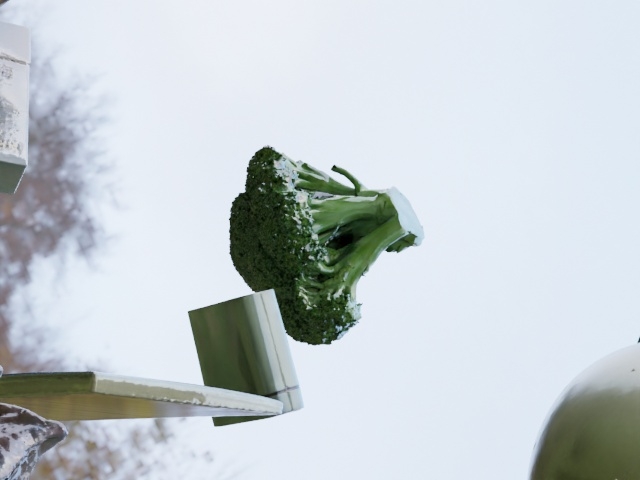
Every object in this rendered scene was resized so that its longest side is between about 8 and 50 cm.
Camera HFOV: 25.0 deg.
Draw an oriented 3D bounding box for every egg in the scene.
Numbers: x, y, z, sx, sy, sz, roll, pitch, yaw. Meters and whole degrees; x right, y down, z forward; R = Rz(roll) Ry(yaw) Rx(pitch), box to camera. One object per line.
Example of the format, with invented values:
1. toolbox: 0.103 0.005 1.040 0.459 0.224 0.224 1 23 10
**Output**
1. egg: 0.252 0.177 0.996 0.269 0.219 0.219 -49 118 -76

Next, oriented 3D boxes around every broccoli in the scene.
1. broccoli: 0.000 0.000 1.791 0.242 0.269 0.261 -23 -106 20

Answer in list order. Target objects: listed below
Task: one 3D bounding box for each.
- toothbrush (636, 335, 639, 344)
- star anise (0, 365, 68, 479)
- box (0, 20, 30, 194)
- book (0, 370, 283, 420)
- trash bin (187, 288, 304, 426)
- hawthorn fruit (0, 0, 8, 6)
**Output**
1. toothbrush: 0.332 0.094 1.418 0.040 0.042 0.417 15 -77 31
2. star anise: -0.255 0.167 0.794 0.109 0.236 0.223 28 -18 19
3. box: -0.450 -0.183 1.822 0.067 0.155 0.242 -51 -143 44
4. book: -0.221 0.122 1.090 0.322 0.228 0.018 -7 -103 30
5. trash bin: -0.081 0.126 1.527 0.116 0.059 0.130 -16 -94 46
6. hawthorn fruit: -0.403 -0.149 1.236 0.231 0.263 0.235 -116 -133 -67
